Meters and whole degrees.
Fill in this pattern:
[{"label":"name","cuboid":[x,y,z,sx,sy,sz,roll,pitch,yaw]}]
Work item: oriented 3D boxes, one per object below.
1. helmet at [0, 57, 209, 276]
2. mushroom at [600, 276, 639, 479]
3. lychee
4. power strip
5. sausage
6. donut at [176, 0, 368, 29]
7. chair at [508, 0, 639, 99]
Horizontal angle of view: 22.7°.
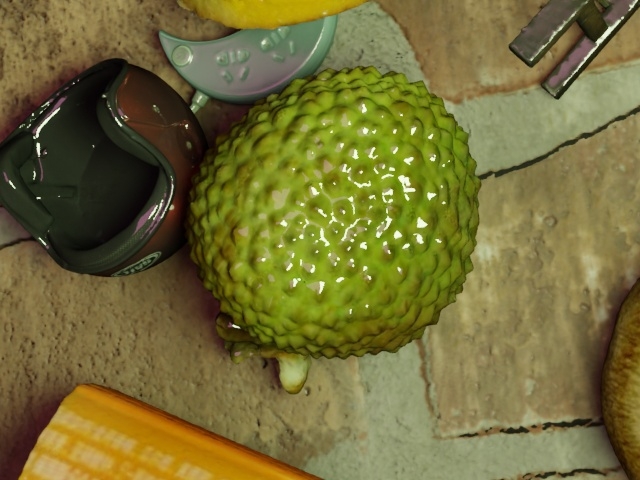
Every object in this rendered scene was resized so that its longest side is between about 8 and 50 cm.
[{"label":"helmet","cuboid":[-0.204,-0.069,1.559,0.189,0.193,0.216,-26,66,26]},{"label":"mushroom","cuboid":[0.417,0.130,1.383,0.345,0.239,0.345,1,83,-6]},{"label":"lychee","cuboid":[0.005,-0.010,1.470,0.270,0.270,0.320,37,92,14]},{"label":"power strip","cuboid":[-0.071,-0.203,1.612,0.216,0.044,0.137,-38,78,9]},{"label":"sausage","cuboid":[-0.135,0.289,1.498,0.287,0.233,0.233,22,92,16]},{"label":"donut","cuboid":[-0.034,-0.336,1.541,0.277,0.108,0.278,-7,56,10]},{"label":"chair","cuboid":[0.273,-0.353,1.430,0.203,0.240,0.416,43,98,16]}]
